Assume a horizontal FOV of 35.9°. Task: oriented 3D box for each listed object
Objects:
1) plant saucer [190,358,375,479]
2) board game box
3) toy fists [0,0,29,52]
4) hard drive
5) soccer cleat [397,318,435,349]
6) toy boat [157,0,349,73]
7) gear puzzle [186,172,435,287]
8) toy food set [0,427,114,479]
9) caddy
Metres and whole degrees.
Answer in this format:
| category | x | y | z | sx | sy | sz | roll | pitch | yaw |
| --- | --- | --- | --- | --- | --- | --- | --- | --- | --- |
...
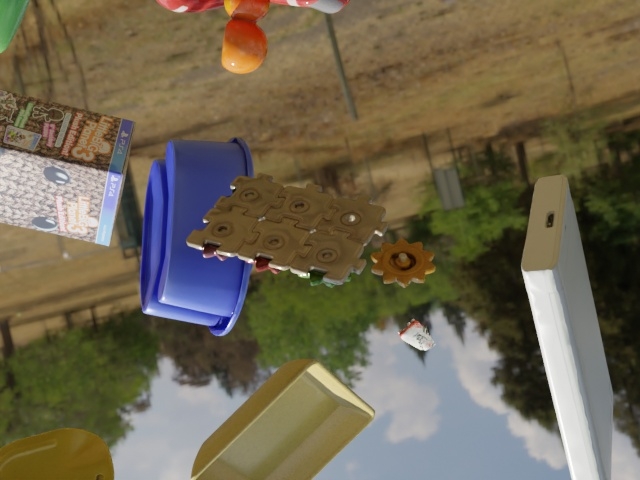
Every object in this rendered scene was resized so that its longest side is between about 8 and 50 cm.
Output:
| category | x | y | z | sx | sy | sz | roll | pitch | yaw |
| --- | --- | --- | --- | --- | --- | --- | --- | --- | --- |
| plant saucer | -0.081 | 0.389 | 1.991 | 0.333 | 0.081 | 0.333 | -44 | 142 | -2 |
| board game box | -0.524 | -0.138 | 1.907 | 0.291 | 0.141 | 0.232 | 12 | 141 | -10 |
| toy fists | -0.262 | -0.203 | 0.509 | 0.096 | 0.142 | 0.279 | -27 | 140 | 18 |
| hard drive | 0.280 | 0.108 | 1.102 | 0.040 | 0.307 | 0.203 | -8 | -152 | 22 |
| soccer cleat | 0.119 | 0.117 | 1.200 | 0.029 | 0.035 | 0.083 | -43 | 162 | 9 |
| toy boat | -0.083 | -0.260 | 1.087 | 0.231 | 0.151 | 0.151 | 13 | -172 | 29 |
| gear puzzle | 0.000 | 0.000 | 1.359 | 0.339 | 0.044 | 0.175 | 14 | -135 | 21 |
| toy food set | -0.373 | 0.326 | 1.313 | 0.218 | 0.128 | 0.071 | -13 | 166 | -1 |
| caddy | -0.190 | -0.012 | 1.665 | 0.179 | 0.341 | 0.241 | 7 | 165 | -22 |
